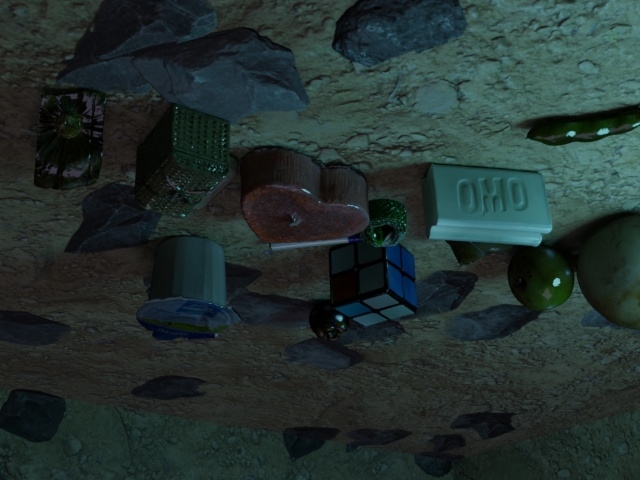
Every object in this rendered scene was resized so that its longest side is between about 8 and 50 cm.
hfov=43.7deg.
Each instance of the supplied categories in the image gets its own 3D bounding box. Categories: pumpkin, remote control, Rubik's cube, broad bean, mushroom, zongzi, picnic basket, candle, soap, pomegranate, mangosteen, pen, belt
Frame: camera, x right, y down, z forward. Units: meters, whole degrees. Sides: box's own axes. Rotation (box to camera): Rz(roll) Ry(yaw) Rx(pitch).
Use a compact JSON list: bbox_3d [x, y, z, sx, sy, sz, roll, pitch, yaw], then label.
[{"bbox_3d":[-0.501,-0.183,1.590,0.130,0.126,0.248,5,151,-17],"label":"pumpkin"},{"bbox_3d":[-0.256,-0.127,1.796,0.078,0.042,0.221,15,148,-30],"label":"remote control"},{"bbox_3d":[0.139,0.105,2.106,0.180,0.184,0.167,-17,147,30],"label":"Rubik's cube"},{"bbox_3d":[0.548,-0.230,1.639,0.254,0.047,0.065,-9,144,11],"label":"broad bean"},{"bbox_3d":[0.822,0.079,2.028,0.289,0.293,0.292,-5,158,-33],"label":"mushroom"},{"bbox_3d":[0.410,-0.048,1.917,0.242,0.112,0.221,-18,148,14],"label":"zongzi"},{"bbox_3d":[-0.284,-0.152,1.630,0.134,0.154,0.196,17,148,-30],"label":"picnic basket"},{"bbox_3d":[-0.063,-0.075,1.819,0.316,0.132,0.287,19,148,-32],"label":"candle"},{"bbox_3d":[0.369,-0.080,1.791,0.265,0.160,0.088,4,151,-9],"label":"soap"},{"bbox_3d":[0.607,0.100,2.125,0.210,0.179,0.179,2,152,-9],"label":"pomegranate"},{"bbox_3d":[0.028,0.249,2.419,0.140,0.140,0.140,-1,152,-1],"label":"mangosteen"},{"bbox_3d":[0.000,-0.001,2.059,0.268,0.033,0.033,-6,152,9],"label":"pen"},{"bbox_3d":[0.153,-0.032,1.957,0.121,0.079,0.151,-7,152,9],"label":"belt"}]

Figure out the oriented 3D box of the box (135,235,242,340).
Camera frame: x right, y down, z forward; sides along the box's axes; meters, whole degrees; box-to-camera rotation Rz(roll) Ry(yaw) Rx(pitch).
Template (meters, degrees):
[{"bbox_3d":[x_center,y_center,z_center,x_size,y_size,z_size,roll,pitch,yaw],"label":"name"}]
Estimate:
[{"bbox_3d":[-0.349,0.125,2.095,0.262,0.207,0.291,14,149,-25],"label":"box"}]
